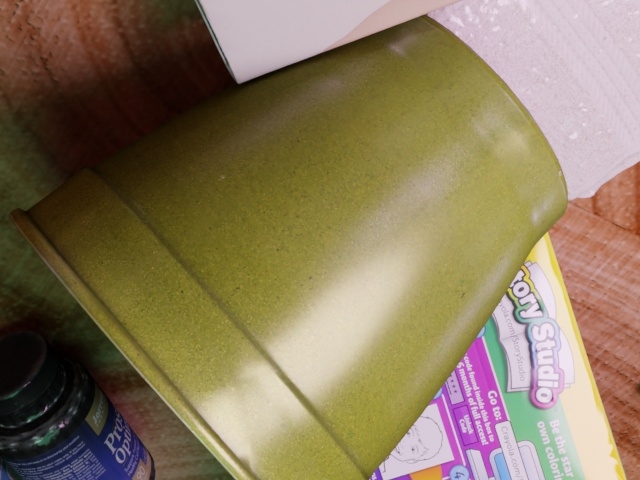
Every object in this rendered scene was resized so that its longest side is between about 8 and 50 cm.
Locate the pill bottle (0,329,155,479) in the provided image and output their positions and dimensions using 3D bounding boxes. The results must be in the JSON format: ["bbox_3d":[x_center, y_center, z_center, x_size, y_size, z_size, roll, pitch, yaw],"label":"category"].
[{"bbox_3d":[-0.270,0.198,1.289,0.123,0.123,0.219,-21,129,7],"label":"pill bottle"}]

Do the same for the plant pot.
[{"bbox_3d":[0.000,0.000,1.031,0.353,0.366,0.366,-42,127,-8],"label":"plant pot"}]

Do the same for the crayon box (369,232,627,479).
[{"bbox_3d":[0.117,0.179,1.230,0.313,0.106,0.363,-17,91,3],"label":"crayon box"}]

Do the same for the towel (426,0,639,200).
[{"bbox_3d":[0.236,-0.166,1.133,0.187,0.049,0.282,-35,126,17],"label":"towel"}]

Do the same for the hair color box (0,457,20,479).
[{"bbox_3d":[-0.452,0.348,1.388,0.347,0.105,0.174,-24,129,10],"label":"hair color box"}]

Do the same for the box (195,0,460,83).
[{"bbox_3d":[0.049,-0.254,0.969,0.311,0.148,0.121,-19,128,7],"label":"box"}]
